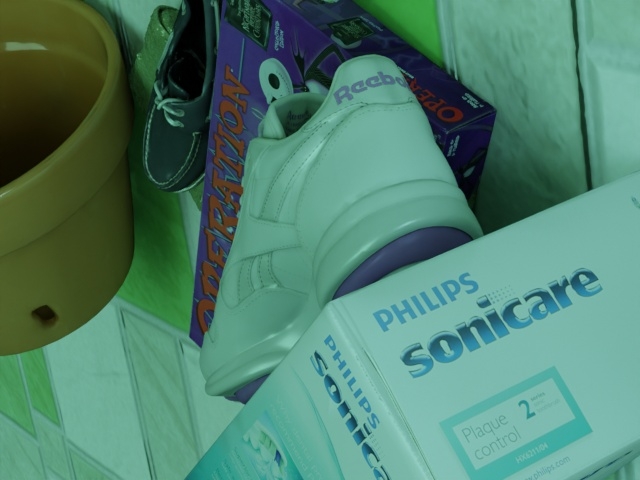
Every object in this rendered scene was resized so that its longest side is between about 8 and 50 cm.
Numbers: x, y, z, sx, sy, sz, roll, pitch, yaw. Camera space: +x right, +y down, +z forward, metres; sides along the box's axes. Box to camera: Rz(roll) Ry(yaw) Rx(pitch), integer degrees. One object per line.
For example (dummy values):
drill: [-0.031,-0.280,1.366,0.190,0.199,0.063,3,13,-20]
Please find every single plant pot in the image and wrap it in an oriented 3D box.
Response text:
plant pot: [-0.278,-0.042,1.297,0.291,0.291,0.203,39,155,41]

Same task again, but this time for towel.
towel: [-0.095,-0.094,1.186,0.148,0.027,0.110,58,149,16]

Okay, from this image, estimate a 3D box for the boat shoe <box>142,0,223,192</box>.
boat shoe: [-0.096,-0.115,1.095,0.075,0.065,0.206,42,129,24]

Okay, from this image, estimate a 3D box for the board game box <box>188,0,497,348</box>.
board game box: [0.000,0.000,1.053,0.208,0.056,0.346,45,143,34]

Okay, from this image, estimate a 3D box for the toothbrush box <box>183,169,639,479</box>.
toothbrush box: [0.068,0.106,0.852,0.126,0.216,0.295,59,148,16]

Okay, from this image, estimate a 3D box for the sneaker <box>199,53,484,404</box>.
sneaker: [0.001,0.004,0.943,0.305,0.114,0.152,-48,53,55]
